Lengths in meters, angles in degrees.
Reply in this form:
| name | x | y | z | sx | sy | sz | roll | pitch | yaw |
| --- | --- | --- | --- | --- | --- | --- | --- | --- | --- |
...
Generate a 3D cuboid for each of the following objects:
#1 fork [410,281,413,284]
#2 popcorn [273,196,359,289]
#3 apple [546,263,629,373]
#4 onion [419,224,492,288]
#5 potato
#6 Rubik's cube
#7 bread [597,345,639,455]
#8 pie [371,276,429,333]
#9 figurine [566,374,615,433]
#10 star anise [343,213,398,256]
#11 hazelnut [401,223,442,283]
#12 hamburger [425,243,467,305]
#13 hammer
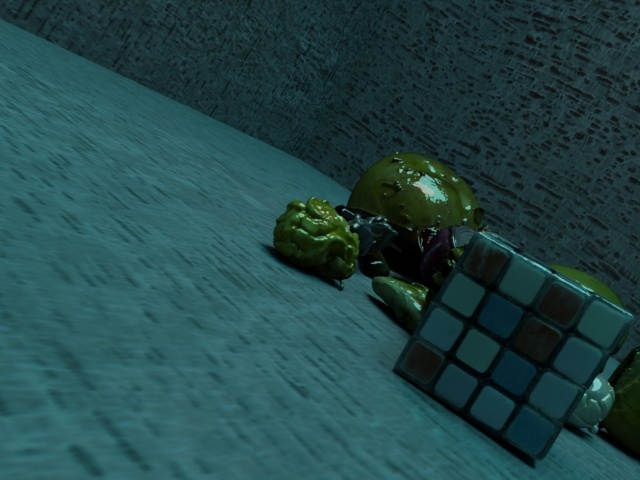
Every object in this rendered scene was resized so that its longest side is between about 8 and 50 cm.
| name | x | y | z | sx | sy | sz | roll | pitch | yaw |
| --- | --- | --- | --- | --- | --- | --- | --- | --- | --- |
| fork | 0.277 | 0.133 | 1.988 | 0.016 | 0.012 | 0.115 | 40 | 7 | 28 |
| popcorn | -0.006 | -0.008 | 1.405 | 0.194 | 0.140 | 0.163 | 28 | 14 | -29 |
| apple | 0.657 | 0.219 | 1.954 | 0.360 | 0.320 | 0.311 | 31 | 23 | 20 |
| onion | 0.360 | 0.080 | 1.801 | 0.267 | 0.159 | 0.348 | 61 | 28 | -8 |
| potato | 0.326 | -0.110 | 2.220 | 0.442 | 0.319 | 0.385 | 32 | -12 | -28 |
| Rubik's cube | 0.304 | 0.151 | 1.113 | 0.253 | 0.259 | 0.256 | 34 | 9 | 15 |
| bread | 0.704 | 0.369 | 1.478 | 0.262 | 0.204 | 0.162 | 30 | 19 | -29 |
| pie | 0.264 | 0.168 | 1.495 | 0.337 | 0.075 | 0.337 | 28 | 12 | -6 |
| figurine | 0.476 | 0.278 | 1.380 | 0.257 | 0.144 | 0.182 | 47 | 7 | 6 |
| star anise | 0.071 | -0.015 | 1.729 | 0.236 | 0.093 | 0.229 | 11 | 22 | 24 |
| hazelnut | 0.314 | 0.048 | 1.932 | 0.170 | 0.160 | 0.201 | 50 | 13 | 32 |
| hamburger | 0.292 | 0.118 | 1.342 | 0.206 | 0.130 | 0.183 | 49 | -5 | 9 |
| hammer | 0.141 | 0.023 | 1.903 | 0.242 | 0.095 | 0.409 | 29 | 11 | -9 |
